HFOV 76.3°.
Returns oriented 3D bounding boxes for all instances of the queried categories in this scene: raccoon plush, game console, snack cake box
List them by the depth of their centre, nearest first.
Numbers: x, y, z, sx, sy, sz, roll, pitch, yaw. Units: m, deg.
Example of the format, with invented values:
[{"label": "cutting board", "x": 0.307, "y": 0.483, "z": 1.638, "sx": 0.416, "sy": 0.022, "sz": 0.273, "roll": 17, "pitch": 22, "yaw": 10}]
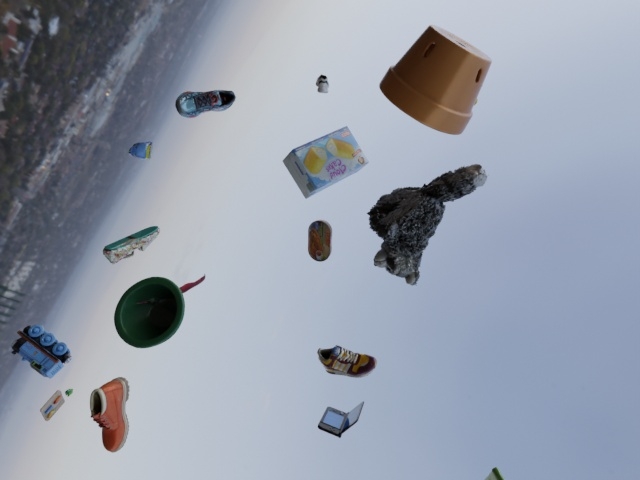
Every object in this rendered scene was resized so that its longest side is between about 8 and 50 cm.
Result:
[{"label": "raccoon plush", "x": 0.368, "y": -0.023, "z": 1.356, "sx": 0.446, "sy": 0.299, "sz": 0.216, "roll": -17, "pitch": -147, "yaw": 29}, {"label": "snack cake box", "x": 0.022, "y": -0.267, "z": 1.381, "sx": 0.264, "sy": 0.152, "sz": 0.089, "roll": -33, "pitch": 180, "yaw": -35}, {"label": "game console", "x": 0.072, "y": 0.597, "z": 1.401, "sx": 0.144, "sy": 0.124, "sz": 0.085, "roll": -17, "pitch": 122, "yaw": -74}]

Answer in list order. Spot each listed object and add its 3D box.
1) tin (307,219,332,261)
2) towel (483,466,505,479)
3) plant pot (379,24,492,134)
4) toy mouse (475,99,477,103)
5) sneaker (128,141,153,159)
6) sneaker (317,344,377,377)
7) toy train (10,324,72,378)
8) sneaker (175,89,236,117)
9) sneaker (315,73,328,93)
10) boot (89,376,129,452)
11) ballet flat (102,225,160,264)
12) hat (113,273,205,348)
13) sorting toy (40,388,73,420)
[{"label": "tin", "x": 0.000, "y": 0.000, "z": 1.804, "sx": 0.040, "sy": 0.106, "sz": 0.190, "roll": -35, "pitch": 131, "yaw": -61}, {"label": "towel", "x": 0.325, "y": 0.472, "z": 0.678, "sx": 0.152, "sy": 0.023, "sz": 0.113, "roll": -117, "pitch": -157, "yaw": -44}, {"label": "plant pot", "x": 0.345, "y": -0.470, "z": 1.172, "sx": 0.291, "sy": 0.290, "sz": 0.203, "roll": -96, "pitch": -151, "yaw": -48}, {"label": "toy mouse", "x": 0.484, "y": -0.440, "z": 1.404, "sx": 0.143, "sy": 0.031, "sz": 0.161, "roll": -44, "pitch": 177, "yaw": -16}, {"label": "sneaker", "x": -0.719, "y": -0.365, "z": 1.633, "sx": 0.209, "sy": 0.082, "sz": 0.069, "roll": -140, "pitch": -121, "yaw": -67}, {"label": "sneaker", "x": 0.073, "y": 0.349, "z": 1.192, "sx": 0.185, "sy": 0.084, "sz": 0.069, "roll": -13, "pitch": -150, "yaw": 33}, {"label": "toy train", "x": -0.883, "y": 0.347, "z": 1.288, "sx": 0.105, "sy": 0.184, "sz": 0.080, "roll": -53, "pitch": 175, "yaw": -38}, {"label": "sneaker", "x": -0.459, "y": -0.571, "z": 1.650, "sx": 0.125, "sy": 0.104, "sz": 0.262, "roll": -1, "pitch": -157, "yaw": 47}, {"label": "sneaker", "x": 0.009, "y": -0.462, "z": 1.184, "sx": 0.109, "sy": 0.040, "sz": 0.044, "roll": -99, "pitch": -167, "yaw": -55}, {"label": "boot", "x": -0.462, "y": 0.385, "z": 0.880, "sx": 0.084, "sy": 0.059, "sz": 0.158, "roll": 15, "pitch": 72, "yaw": -78}, {"label": "ballet flat", "x": -0.730, "y": 0.018, "z": 1.589, "sx": 0.091, "sy": 0.077, "sz": 0.241, "roll": 14, "pitch": -149, "yaw": 33}, {"label": "hat", "x": -0.403, "y": 0.192, "z": 1.087, "sx": 0.208, "sy": 0.183, "sz": 0.173, "roll": -27, "pitch": -106, "yaw": -3}, {"label": "sorting toy", "x": -0.632, "y": 0.387, "z": 0.981, "sx": 0.083, "sy": 0.012, "sz": 0.062, "roll": -62, "pitch": 172, "yaw": -46}]
